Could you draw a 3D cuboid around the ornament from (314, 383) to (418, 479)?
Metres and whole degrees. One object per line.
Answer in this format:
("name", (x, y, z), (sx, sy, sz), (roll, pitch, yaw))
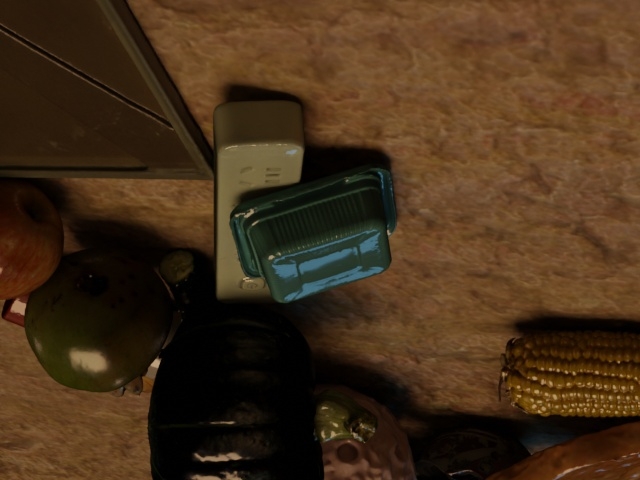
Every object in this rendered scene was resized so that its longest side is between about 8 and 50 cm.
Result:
("ornament", (0.016, 0.319, 2.015), (0.225, 0.259, 0.259), (-13, 147, 4))

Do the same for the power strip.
("power strip", (-0.072, -0.026, 1.626), (0.091, 0.062, 0.385), (-2, 151, -5))

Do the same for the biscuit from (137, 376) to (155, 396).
("biscuit", (-0.270, 0.153, 2.045), (0.118, 0.061, 0.183), (-15, 142, 39))

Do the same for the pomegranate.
("pomegranate", (-0.271, 0.115, 1.795), (0.179, 0.179, 0.210), (12, 116, 4))

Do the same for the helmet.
("helmet", (0.227, 0.313, 2.062), (0.177, 0.107, 0.153), (24, 165, 26))

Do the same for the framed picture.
("framed picture", (-0.321, -0.195, 1.493), (0.326, 0.028, 0.446), (2, 149, 20))

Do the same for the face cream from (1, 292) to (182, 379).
("face cream", (-0.296, 0.098, 1.922), (0.214, 0.096, 0.096), (24, 149, -16))

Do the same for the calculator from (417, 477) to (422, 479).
("calculator", (0.155, 0.385, 2.167), (0.293, 0.051, 0.173), (25, 169, 29))

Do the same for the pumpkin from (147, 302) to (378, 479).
("pumpkin", (-0.071, 0.216, 1.794), (0.296, 0.296, 0.296), (11, 151, 6))

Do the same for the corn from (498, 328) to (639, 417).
("corn", (0.361, 0.156, 1.727), (0.305, 0.106, 0.106), (-1, 147, 22))

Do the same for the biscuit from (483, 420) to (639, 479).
("biscuit", (0.389, 0.300, 1.882), (0.385, 0.062, 0.365), (-17, 153, 11))

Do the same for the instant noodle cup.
("instant noodle cup", (0.000, 0.000, 1.568), (0.179, 0.070, 0.157), (-17, 152, -2))

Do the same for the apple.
("apple", (-0.370, -0.004, 1.728), (0.131, 0.146, 0.146), (-30, 134, 17))

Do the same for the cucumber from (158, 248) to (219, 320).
("cucumber", (-0.158, 0.077, 1.870), (0.058, 0.058, 0.187), (7, 148, 13))
